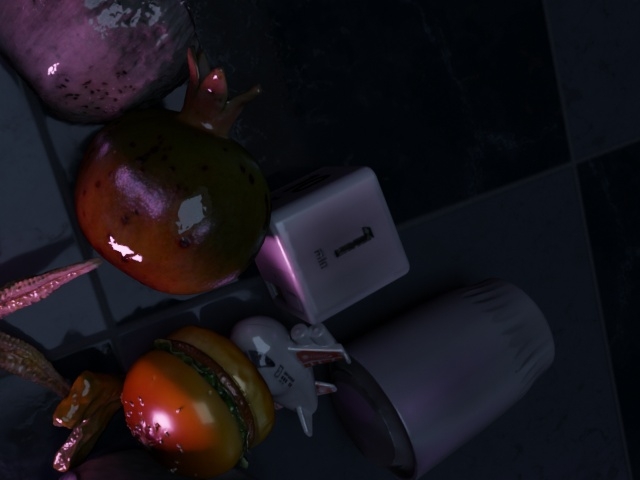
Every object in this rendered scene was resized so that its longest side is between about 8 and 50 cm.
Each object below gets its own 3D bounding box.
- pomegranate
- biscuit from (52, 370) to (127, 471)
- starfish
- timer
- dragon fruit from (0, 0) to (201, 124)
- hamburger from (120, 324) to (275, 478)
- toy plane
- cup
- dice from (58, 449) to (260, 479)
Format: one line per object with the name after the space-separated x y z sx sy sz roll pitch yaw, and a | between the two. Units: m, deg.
-0.192 -0.089 0.977 0.290 0.290 0.324 30 81 -23 | pomegranate
-0.358 0.271 1.021 0.039 0.183 0.174 33 79 12 | biscuit
-0.504 0.148 0.885 0.398 0.383 0.132 12 51 -47 | starfish
0.000 0.000 1.130 0.195 0.192 0.194 -28 106 -18 | timer
-0.327 -0.292 0.951 0.221 0.204 0.283 -46 110 -12 | dragon fruit
-0.198 0.261 1.036 0.170 0.246 0.246 -37 110 -41 | hamburger
-0.070 0.220 1.143 0.252 0.118 0.252 -1 131 -1 | toy plane
0.215 0.232 1.219 0.371 0.253 0.254 -28 106 -21 | cup
-0.241 0.523 1.003 0.348 0.330 0.328 15 90 -23 | dice
